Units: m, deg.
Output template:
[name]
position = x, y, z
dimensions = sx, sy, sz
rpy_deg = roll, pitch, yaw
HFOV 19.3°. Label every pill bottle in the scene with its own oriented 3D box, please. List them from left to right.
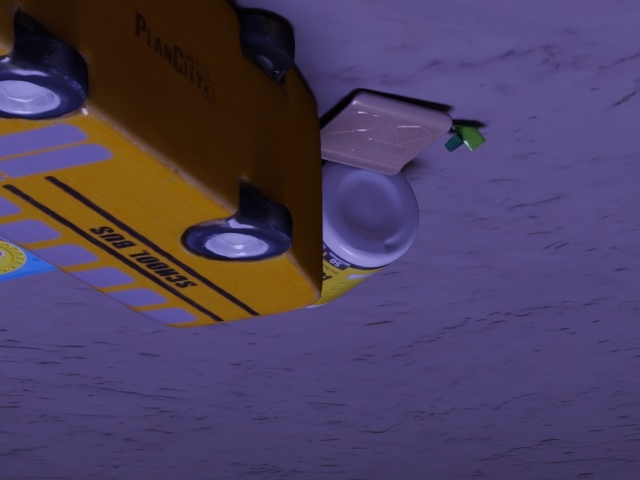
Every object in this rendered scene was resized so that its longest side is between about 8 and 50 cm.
[pill bottle]
position = 0.000, 0.000, 1.039
dimensions = 0.065, 0.065, 0.116
rpy_deg = 9, 157, -25

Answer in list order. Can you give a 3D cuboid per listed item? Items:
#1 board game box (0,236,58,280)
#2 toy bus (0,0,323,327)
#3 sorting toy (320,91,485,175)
[board game box]
position = -0.322, -0.046, 0.872
dimensions = 0.302, 0.086, 0.308
rpy_deg = -11, 157, 25
[toy bus]
position = -0.100, -0.061, 0.819
dimensions = 0.130, 0.108, 0.333
rpy_deg = -9, 158, 23
[sorting toy]
position = 0.041, -0.054, 0.974
dimensions = 0.083, 0.012, 0.062
rpy_deg = 12, 150, -23
